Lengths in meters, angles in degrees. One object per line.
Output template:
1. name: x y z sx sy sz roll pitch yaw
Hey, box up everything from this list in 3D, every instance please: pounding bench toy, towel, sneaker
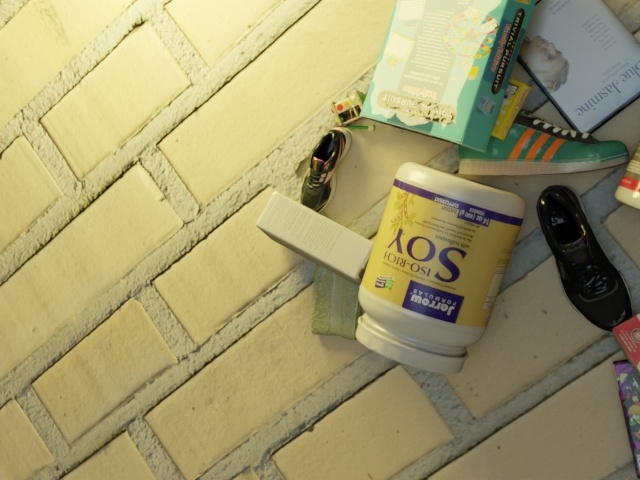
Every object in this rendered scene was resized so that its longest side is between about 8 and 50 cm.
1. pounding bench toy: 0.063 -0.239 1.710 0.065 0.052 0.083 -24 84 18
2. towel: 0.032 0.120 1.747 0.110 0.027 0.148 6 94 20
3. sneaker: 0.392 -0.177 1.566 0.302 0.108 0.120 1 94 23
4. sneaker: -0.002 -0.142 1.723 0.072 0.077 0.178 20 99 19
5. sneaker: 0.454 0.037 1.547 0.107 0.124 0.283 -29 83 18

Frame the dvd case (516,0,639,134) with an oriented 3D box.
1. dvd case: 0.468 -0.334 1.583 0.180 0.022 0.253 -39 80 16

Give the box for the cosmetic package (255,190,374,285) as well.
1. cosmetic package: 0.000 0.000 1.696 0.231 0.117 0.085 27 84 17

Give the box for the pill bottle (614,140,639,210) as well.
1. pill bottle: 0.633 -0.179 1.450 0.176 0.176 0.318 25 100 17

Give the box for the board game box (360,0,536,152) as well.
1. board game box: 0.232 -0.352 1.579 0.254 0.079 0.335 25 100 44

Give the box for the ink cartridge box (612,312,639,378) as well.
1. ink cartridge box: 0.630 0.168 1.476 0.218 0.092 0.158 -31 63 9

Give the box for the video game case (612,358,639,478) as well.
1. video game case: 0.650 0.297 1.532 0.232 0.042 0.210 -12 86 19

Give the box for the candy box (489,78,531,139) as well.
1. candy box: 0.276 -0.262 1.599 0.206 0.027 0.105 32 101 44

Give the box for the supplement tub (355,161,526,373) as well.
1. supplement tub: 0.207 0.046 1.571 0.241 0.241 0.331 19 98 17
